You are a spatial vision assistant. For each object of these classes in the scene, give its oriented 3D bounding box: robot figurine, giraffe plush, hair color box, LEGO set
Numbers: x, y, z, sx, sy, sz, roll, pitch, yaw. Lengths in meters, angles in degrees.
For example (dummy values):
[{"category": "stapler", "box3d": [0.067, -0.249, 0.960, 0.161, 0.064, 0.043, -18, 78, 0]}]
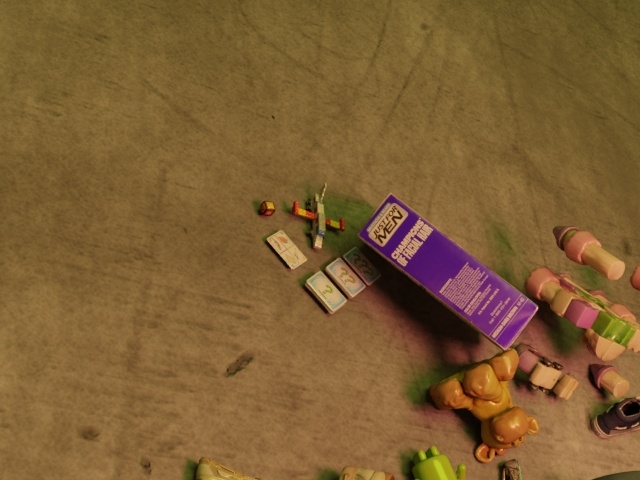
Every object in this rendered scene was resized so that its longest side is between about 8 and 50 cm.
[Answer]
[{"category": "robot figurine", "box3d": [0.198, 0.410, 1.775, 0.101, 0.067, 0.115, -13, 65, -21]}, {"category": "giraffe plush", "box3d": [0.311, 0.306, 1.893, 0.170, 0.181, 0.210, 64, 12, 7]}, {"category": "hair color box", "box3d": [0.236, 0.060, 1.945, 0.339, 0.110, 0.185, 37, 0, 8]}, {"category": "LEGO set", "box3d": [0.000, 0.000, 1.963, 0.244, 0.060, 0.182, 49, 41, 7]}]

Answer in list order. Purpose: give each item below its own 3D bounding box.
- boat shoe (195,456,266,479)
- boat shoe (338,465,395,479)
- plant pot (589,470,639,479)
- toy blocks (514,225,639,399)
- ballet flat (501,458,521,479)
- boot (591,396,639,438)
[{"category": "boat shoe", "box3d": [-0.117, 0.373, 1.597, 0.153, 0.056, 0.048, 17, 54, -14]}, {"category": "boat shoe", "box3d": [0.023, 0.474, 1.595, 0.098, 0.109, 0.302, 11, 46, 20]}, {"category": "plant pot", "box3d": [0.537, 0.504, 1.817, 0.165, 0.234, 0.166, 27, 46, -15]}, {"category": "toy blocks", "box3d": [0.520, 0.137, 2.138, 0.288, 0.309, 0.260, 21, 14, -35]}, {"category": "ballet flat", "box3d": [0.350, 0.450, 1.876, 0.041, 0.041, 0.114, 8, 53, -30]}, {"category": "boot", "box3d": [0.636, 0.347, 2.111, 0.190, 0.086, 0.069, -14, 66, -40]}]
